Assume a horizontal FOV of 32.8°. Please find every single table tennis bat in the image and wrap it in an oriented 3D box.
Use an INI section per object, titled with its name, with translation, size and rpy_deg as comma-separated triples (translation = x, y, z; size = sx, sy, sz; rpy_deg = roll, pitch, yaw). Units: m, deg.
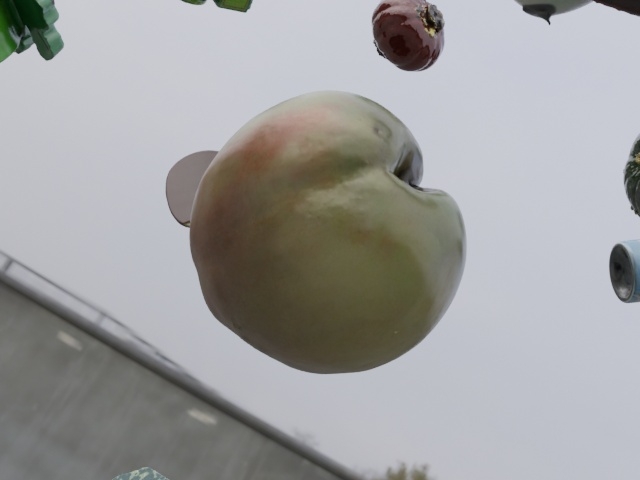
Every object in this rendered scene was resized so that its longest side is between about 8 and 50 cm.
[table tennis bat]
translation = -0.211, -0.060, 2.077
size = 0.154, 0.274, 0.021
rpy_deg = -15, -30, -2

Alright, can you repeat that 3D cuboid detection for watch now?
[watch]
translation = -0.402, -0.249, 1.246
size = 0.165, 0.152, 0.131
rpy_deg = 21, -42, 38

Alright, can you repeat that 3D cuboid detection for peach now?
[peach]
translation = 0.000, -0.001, 1.124
size = 0.292, 0.292, 0.247
rpy_deg = 28, 15, 7

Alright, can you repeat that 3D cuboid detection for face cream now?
[face cream]
translation = 0.460, 0.027, 1.276
size = 0.229, 0.075, 0.075
rpy_deg = -5, -15, -8

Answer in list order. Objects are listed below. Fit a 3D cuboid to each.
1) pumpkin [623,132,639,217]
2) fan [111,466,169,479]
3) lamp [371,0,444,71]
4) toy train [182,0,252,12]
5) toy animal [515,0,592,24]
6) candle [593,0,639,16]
[pumpkin]
translation = 0.537, -0.104, 1.623
size = 0.146, 0.190, 0.190
rpy_deg = 16, -17, 0
[fan]
translation = -0.334, 0.449, 1.853
size = 0.240, 0.131, 0.009
rpy_deg = -20, -49, 25
[lamp]
translation = 0.106, -0.252, 1.309
size = 0.090, 0.101, 0.101
rpy_deg = -29, -54, 36
[toy train]
translation = -0.235, -0.590, 2.266
size = 0.188, 0.159, 0.271
rpy_deg = 2, 39, -35
[toy animal]
translation = 0.393, -0.517, 1.805
size = 0.251, 0.310, 0.251
rpy_deg = -1, -33, -1
[candle]
translation = 0.254, -0.274, 1.091
size = 0.302, 0.059, 0.084
rpy_deg = 17, -40, 15
